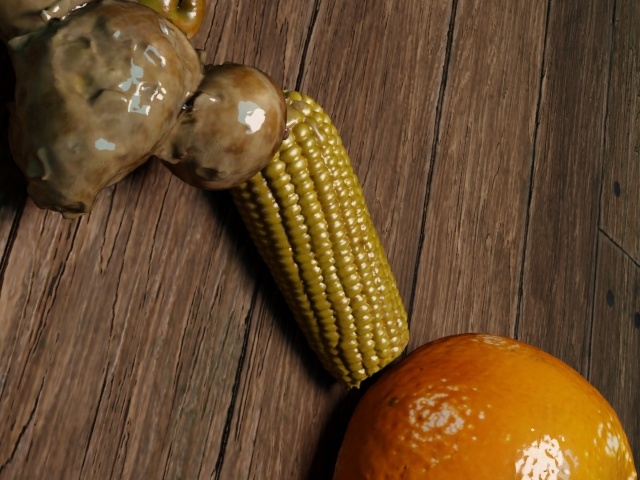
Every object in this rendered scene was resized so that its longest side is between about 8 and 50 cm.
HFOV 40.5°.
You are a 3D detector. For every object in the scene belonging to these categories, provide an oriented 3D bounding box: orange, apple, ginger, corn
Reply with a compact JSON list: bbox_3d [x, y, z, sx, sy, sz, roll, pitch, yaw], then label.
[{"bbox_3d":[0.212,0.320,1.059,0.424,0.326,0.424,9,78,-47],"label":"orange"},{"bbox_3d":[-0.161,-0.242,0.886,0.089,0.074,0.089,5,83,-50],"label":"apple"},{"bbox_3d":[-0.199,-0.187,0.761,0.256,0.176,0.375,-36,103,-28],"label":"ginger"},{"bbox_3d":[0.000,0.000,0.995,0.144,0.144,0.387,-49,121,-41],"label":"corn"}]
